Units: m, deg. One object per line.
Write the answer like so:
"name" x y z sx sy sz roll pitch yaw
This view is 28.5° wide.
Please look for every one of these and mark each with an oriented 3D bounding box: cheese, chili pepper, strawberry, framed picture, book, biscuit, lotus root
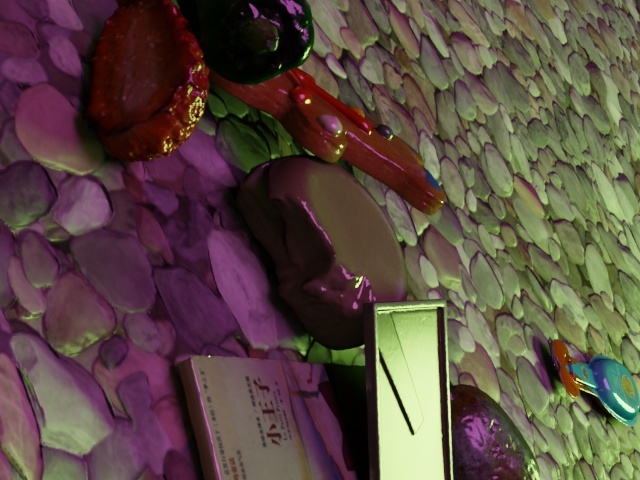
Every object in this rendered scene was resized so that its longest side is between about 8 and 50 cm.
"cheese" 0.388 0.199 1.762 0.256 0.037 0.106 24 46 -47
"chili pepper" -0.071 -0.217 1.184 0.136 0.099 0.270 26 18 -20
"strawberry" -0.141 -0.147 1.109 0.082 0.121 0.188 43 32 -43
"framed picture" 0.086 0.159 1.214 0.150 0.015 0.203 0 87 -58
"book" -0.011 0.202 1.129 0.289 0.026 0.201 10 61 -56
"biscuit" -0.002 -0.134 1.306 0.324 0.049 0.205 27 18 -24
"cheese" 0.000 0.000 1.247 0.202 0.091 0.175 51 32 -17
"lotus root" 0.163 0.217 1.335 0.192 0.088 0.113 56 37 -13
